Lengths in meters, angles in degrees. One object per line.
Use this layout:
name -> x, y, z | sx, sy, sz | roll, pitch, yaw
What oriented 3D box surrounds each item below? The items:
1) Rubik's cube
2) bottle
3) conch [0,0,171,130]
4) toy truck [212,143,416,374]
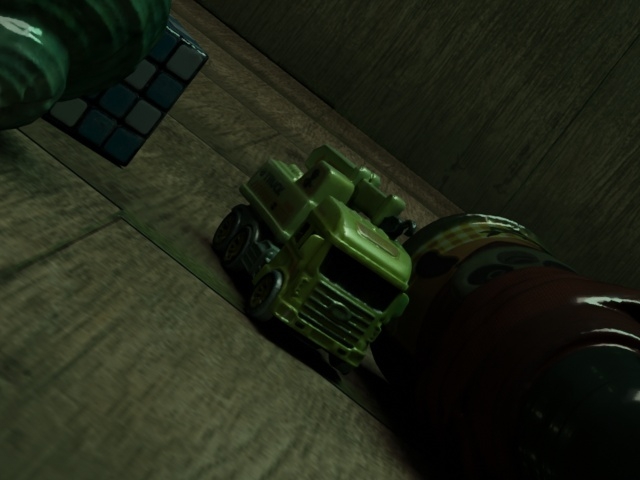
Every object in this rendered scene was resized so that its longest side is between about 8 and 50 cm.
Rubik's cube -> -0.144, -0.120, 1.076 | 0.092, 0.092, 0.092 | 34, 8, -33
bottle -> 0.130, 0.078, 0.932 | 0.143, 0.156, 0.271 | 42, 1, -22
conch -> -0.173, -0.126, 0.859 | 0.196, 0.134, 0.202 | -3, 20, -3
toy truck -> 0.000, 0.000, 0.998 | 0.077, 0.100, 0.169 | 33, 8, -22
